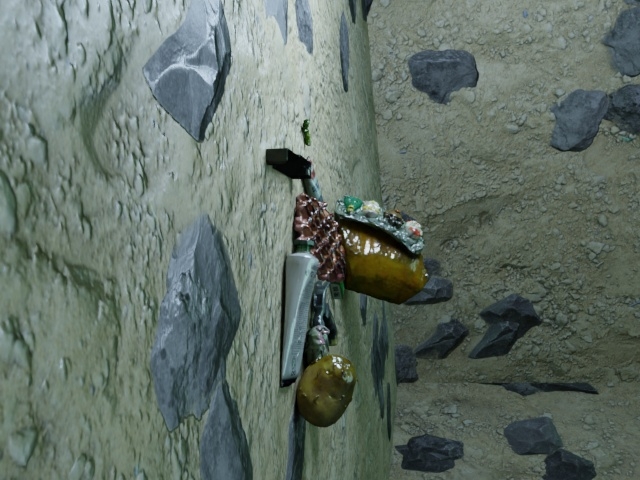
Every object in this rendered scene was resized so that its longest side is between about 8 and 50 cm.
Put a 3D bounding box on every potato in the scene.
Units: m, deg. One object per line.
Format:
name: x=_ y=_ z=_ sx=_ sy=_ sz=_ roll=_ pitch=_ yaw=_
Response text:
potato: x=0.014 y=0.361 z=1.792 sx=0.176 sy=0.137 sz=0.137 roll=-53 pitch=157 yaw=-14

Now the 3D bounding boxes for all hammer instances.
hammer: x=0.013 y=0.217 z=2.079 sx=0.226 sy=0.041 sz=0.158 roll=72 pitch=21 yaw=-55

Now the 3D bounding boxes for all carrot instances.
carrot: x=0.178 y=0.073 z=2.519 sx=0.241 sy=0.341 sz=0.241 roll=-159 pitch=-90 yaw=-80

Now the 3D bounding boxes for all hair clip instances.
hair clip: x=0.210 y=-0.073 z=2.440 sx=0.091 sy=0.321 sz=0.138 roll=-59 pitch=-168 yaw=32

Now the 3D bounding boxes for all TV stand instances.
TV stand: x=-0.068 y=-0.175 z=1.692 sx=0.256 sy=0.049 sz=0.040 roll=14 pitch=75 yaw=-79

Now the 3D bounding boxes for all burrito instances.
burrito: x=0.003 y=0.360 z=1.923 sx=0.096 sy=0.066 sz=0.309 roll=-68 pitch=155 yaw=-60

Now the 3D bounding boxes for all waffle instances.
waffle: x=0.000 y=0.000 z=1.882 sx=0.234 sy=0.055 sz=0.221 roll=31 pitch=48 yaw=-54

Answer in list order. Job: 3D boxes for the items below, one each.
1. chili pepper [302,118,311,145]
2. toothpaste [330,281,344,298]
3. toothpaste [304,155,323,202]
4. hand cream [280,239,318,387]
chili pepper: x=-0.036 y=-0.288 z=1.957 sx=0.027 sy=0.022 sz=0.083 roll=-81 pitch=169 yaw=-51
toothpaste: x=0.044 y=0.106 z=2.278 sx=0.043 sy=0.037 sz=0.178 roll=-86 pitch=168 yaw=-47
toothpaste: x=-0.016 y=-0.120 z=1.997 sx=0.239 sy=0.039 sz=0.062 roll=75 pitch=24 yaw=-44
hand cream: x=-0.055 y=0.166 z=1.695 sx=0.121 sy=0.076 sz=0.336 roll=30 pitch=65 yaw=-72
